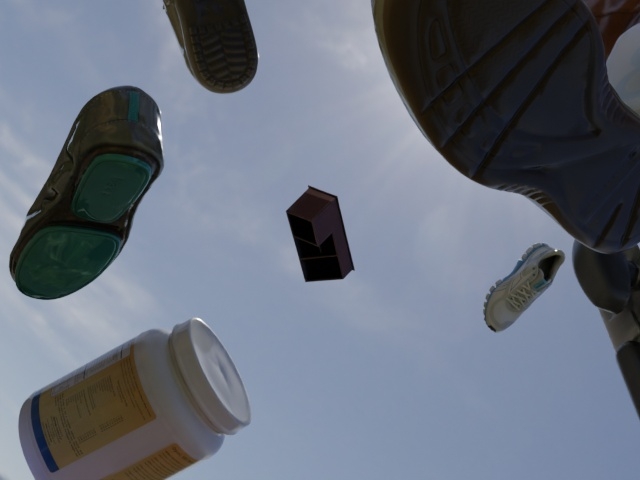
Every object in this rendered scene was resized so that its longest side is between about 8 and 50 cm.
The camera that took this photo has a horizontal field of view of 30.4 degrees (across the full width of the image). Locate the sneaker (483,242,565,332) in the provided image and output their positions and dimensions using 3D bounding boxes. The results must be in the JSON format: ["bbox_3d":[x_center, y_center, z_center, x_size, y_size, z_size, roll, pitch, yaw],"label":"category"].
[{"bbox_3d":[0.357,0.080,2.052,0.071,0.191,0.083,40,-11,-15],"label":"sneaker"}]

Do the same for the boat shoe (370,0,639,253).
[{"bbox_3d":[0.112,-0.090,0.681,0.302,0.109,0.098,31,16,-47],"label":"boat shoe"}]

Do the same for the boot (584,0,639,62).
[{"bbox_3d":[0.432,-0.333,1.540,0.096,0.264,0.280,23,-3,-25],"label":"boot"}]

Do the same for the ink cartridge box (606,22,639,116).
[{"bbox_3d":[0.448,-0.249,1.150,0.091,0.385,0.308,42,-30,-23],"label":"ink cartridge box"}]

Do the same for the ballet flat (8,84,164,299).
[{"bbox_3d":[-0.160,-0.031,0.816,0.072,0.068,0.213,13,-35,-25],"label":"ballet flat"}]

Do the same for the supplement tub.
[{"bbox_3d":[-0.185,0.177,1.188,0.144,0.199,0.144,60,8,-14],"label":"supplement tub"}]

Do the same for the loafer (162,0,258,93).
[{"bbox_3d":[-0.135,-0.285,1.271,0.092,0.101,0.269,169,-86,-67],"label":"loafer"}]

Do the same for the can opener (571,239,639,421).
[{"bbox_3d":[0.282,0.097,1.041,0.093,0.280,0.074,18,-57,-20],"label":"can opener"}]

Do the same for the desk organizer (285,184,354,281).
[{"bbox_3d":[0.000,0.000,1.475,0.047,0.050,0.130,22,-36,33],"label":"desk organizer"}]
